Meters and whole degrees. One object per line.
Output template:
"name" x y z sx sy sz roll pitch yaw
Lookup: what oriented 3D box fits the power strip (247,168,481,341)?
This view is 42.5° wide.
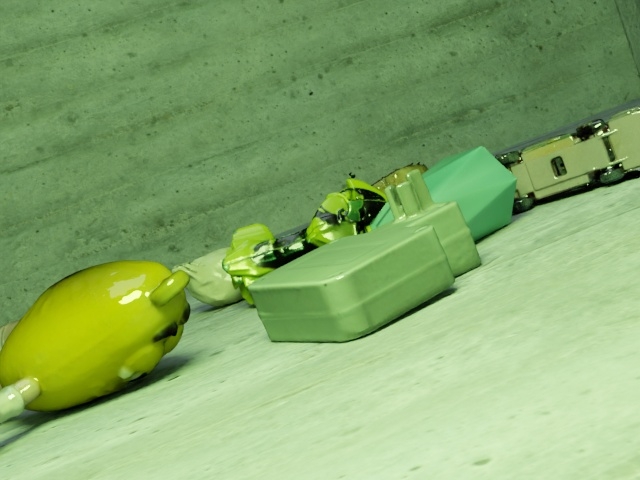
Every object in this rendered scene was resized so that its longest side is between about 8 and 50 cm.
"power strip" 0.061 0.016 1.004 0.261 0.141 0.229 -26 8 -28

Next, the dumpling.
"dumpling" -0.189 0.072 1.594 0.199 0.118 0.136 7 -17 -12

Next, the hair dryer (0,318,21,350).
"hair dryer" -0.602 0.223 1.817 0.189 0.106 0.344 -21 -5 14

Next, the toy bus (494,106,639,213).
"toy bus" 0.410 -0.128 1.381 0.317 0.112 0.138 -16 2 34

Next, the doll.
"doll" -0.363 0.157 1.097 0.348 0.161 0.423 -37 11 -26

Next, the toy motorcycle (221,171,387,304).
"toy motorcycle" 0.001 0.002 1.410 0.342 0.142 0.206 -20 -34 2

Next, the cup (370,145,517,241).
"cup" 0.186 -0.041 1.224 0.148 0.134 0.236 -20 7 39

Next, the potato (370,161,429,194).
"potato" 0.183 -0.076 1.606 0.261 0.100 0.120 -10 -33 -54
